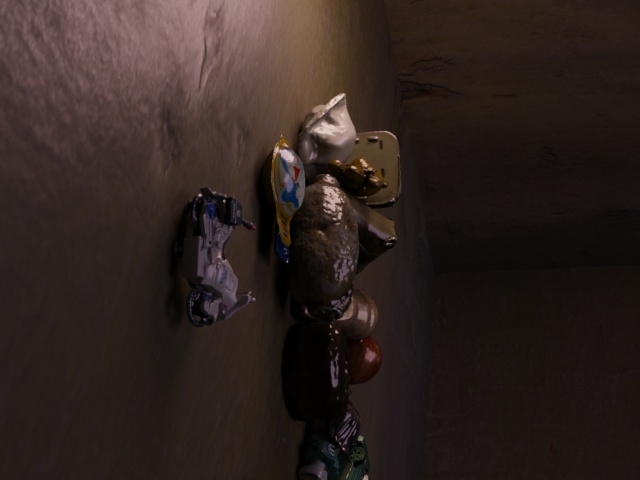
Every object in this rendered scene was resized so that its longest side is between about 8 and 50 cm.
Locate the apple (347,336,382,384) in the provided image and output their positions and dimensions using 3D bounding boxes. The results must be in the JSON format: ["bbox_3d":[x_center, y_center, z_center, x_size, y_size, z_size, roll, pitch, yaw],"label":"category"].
[{"bbox_3d":[0.087,0.302,2.224,0.131,0.146,0.146,-66,166,3],"label":"apple"}]

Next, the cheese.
[{"bbox_3d":[-0.078,-0.088,1.791,0.177,0.069,0.271,52,38,-67],"label":"cheese"}]

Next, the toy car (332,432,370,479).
[{"bbox_3d":[0.035,0.609,2.024,0.321,0.097,0.141,-60,148,-45],"label":"toy car"}]

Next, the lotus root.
[{"bbox_3d":[-0.002,-0.001,1.888,0.175,0.174,0.350,61,25,-61],"label":"lotus root"}]

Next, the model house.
[{"bbox_3d":[0.118,-0.167,2.318,0.278,0.218,0.205,31,58,-79],"label":"model house"}]

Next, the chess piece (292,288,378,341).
[{"bbox_3d":[0.021,0.154,2.059,0.301,0.137,0.137,27,60,-58],"label":"chess piece"}]

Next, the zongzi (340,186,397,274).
[{"bbox_3d":[0.015,0.000,2.120,0.250,0.274,0.125,36,29,-21],"label":"zongzi"}]

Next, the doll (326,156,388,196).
[{"bbox_3d":[0.087,-0.164,2.076,0.209,0.137,0.097,32,66,-71],"label":"doll"}]

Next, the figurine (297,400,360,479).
[{"bbox_3d":[0.017,0.462,1.994,0.246,0.110,0.138,-64,146,-47],"label":"figurine"}]

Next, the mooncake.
[{"bbox_3d":[0.003,0.291,1.932,0.228,0.124,0.228,-4,90,-77],"label":"mooncake"}]

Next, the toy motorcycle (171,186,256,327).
[{"bbox_3d":[-0.167,0.032,1.367,0.150,0.102,0.221,24,64,-61],"label":"toy motorcycle"}]

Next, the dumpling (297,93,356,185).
[{"bbox_3d":[0.001,-0.231,2.084,0.179,0.131,0.252,-42,153,-48],"label":"dumpling"}]
